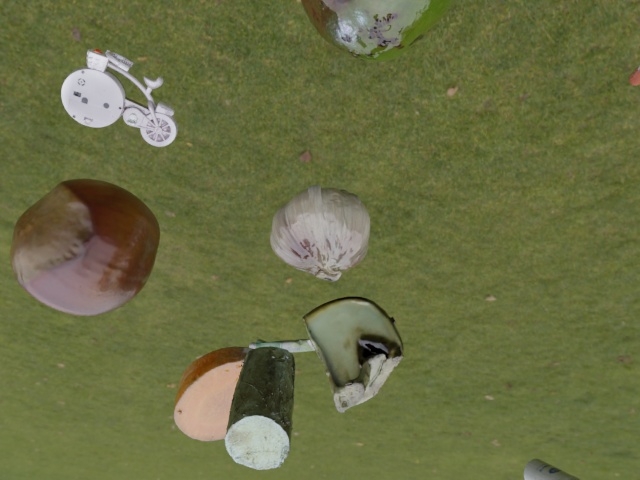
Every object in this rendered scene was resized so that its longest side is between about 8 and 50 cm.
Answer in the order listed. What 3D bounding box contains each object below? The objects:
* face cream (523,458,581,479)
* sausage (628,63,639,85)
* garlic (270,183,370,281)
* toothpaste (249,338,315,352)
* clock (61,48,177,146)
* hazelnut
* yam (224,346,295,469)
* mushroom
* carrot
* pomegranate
[{"bbox_3d":[0.609,0.612,1.229,0.077,0.077,0.250,18,172,-17],"label":"face cream"},{"bbox_3d":[0.697,-0.373,1.059,0.034,0.034,0.253,-3,179,15],"label":"sausage"},{"bbox_3d":[-0.002,-0.013,1.502,0.322,0.241,0.321,13,132,15],"label":"garlic"},{"bbox_3d":[-0.127,0.351,1.686,0.248,0.046,0.078,-5,140,22],"label":"toothpaste"},{"bbox_3d":[-0.222,-0.159,0.578,0.129,0.041,0.087,23,109,-22],"label":"clock"},{"bbox_3d":[-0.616,0.016,1.344,0.366,0.365,0.365,5,148,3],"label":"hazelnut"},{"bbox_3d":[-0.088,0.245,0.791,0.107,0.183,0.107,1,128,1],"label":"yam"},{"bbox_3d":[0.106,0.293,1.305,0.218,0.292,0.212,-24,119,-2],"label":"mushroom"},{"bbox_3d":[-0.245,0.396,1.315,0.258,0.100,0.307,14,124,-30],"label":"carrot"},{"bbox_3d":[0.121,-0.444,0.833,0.323,0.290,0.291,-14,168,-44],"label":"pomegranate"}]
